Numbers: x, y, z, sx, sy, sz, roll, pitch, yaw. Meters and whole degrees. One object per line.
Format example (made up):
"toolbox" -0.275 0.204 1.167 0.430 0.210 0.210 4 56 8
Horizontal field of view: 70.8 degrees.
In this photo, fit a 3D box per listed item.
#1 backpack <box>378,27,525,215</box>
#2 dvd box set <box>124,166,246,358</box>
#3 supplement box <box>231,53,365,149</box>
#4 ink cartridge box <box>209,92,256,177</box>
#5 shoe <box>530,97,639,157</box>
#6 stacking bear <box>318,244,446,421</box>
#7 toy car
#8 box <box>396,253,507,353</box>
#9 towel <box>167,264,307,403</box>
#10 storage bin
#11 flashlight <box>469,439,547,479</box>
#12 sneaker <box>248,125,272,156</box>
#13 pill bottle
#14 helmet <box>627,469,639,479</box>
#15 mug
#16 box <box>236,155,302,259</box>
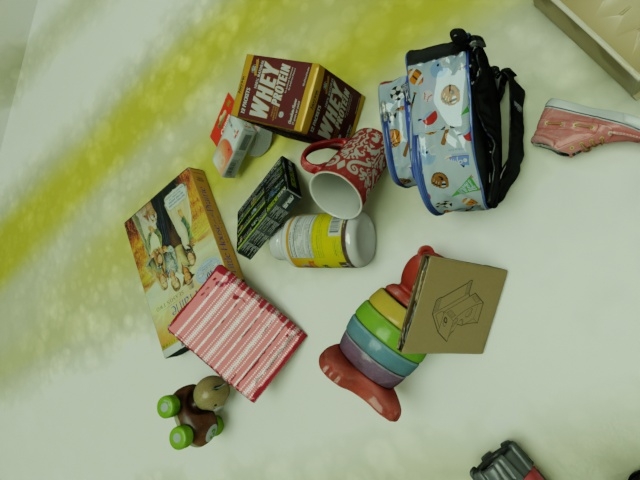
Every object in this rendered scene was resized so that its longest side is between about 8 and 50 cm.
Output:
"backpack" 0.220 -0.173 0.758 0.213 0.276 0.264 -12 88 35
"dvd box set" -0.366 0.062 1.209 0.307 0.062 0.421 -32 72 26
"supplement box" -0.044 -0.285 0.953 0.191 0.194 0.129 21 98 31
"ink cartridge box" -0.238 -0.268 1.128 0.179 0.045 0.145 55 128 30
"shoe" 0.439 -0.168 0.730 0.178 0.063 0.081 30 104 35
"stacking bear" 0.149 0.149 0.836 0.175 0.164 0.289 36 95 -5
"toy car" -0.261 0.389 1.085 0.188 0.155 0.149 -37 69 11
"box" 0.229 0.115 0.767 0.021 0.201 0.165 24 102 56
"towel" -0.195 0.209 1.041 0.274 0.031 0.199 38 85 9
"storage bin" 0.498 -0.402 0.669 0.260 0.123 0.262 -41 67 23
"flashlight" 0.376 0.477 0.711 0.304 0.103 0.103 53 139 21
"sneaker" -0.142 -0.273 1.102 0.070 0.050 0.134 -100 32 -46
"pill bottle" 0.000 0.000 0.955 0.214 0.117 0.117 -2 86 32
"helmet" 0.492 0.402 0.606 0.161 0.169 0.170 -2 86 47
"mug" 0.057 -0.151 0.878 0.150 0.169 0.113 49 144 -18
"box" -0.122 -0.079 1.020 0.191 0.045 0.184 -49 29 20
